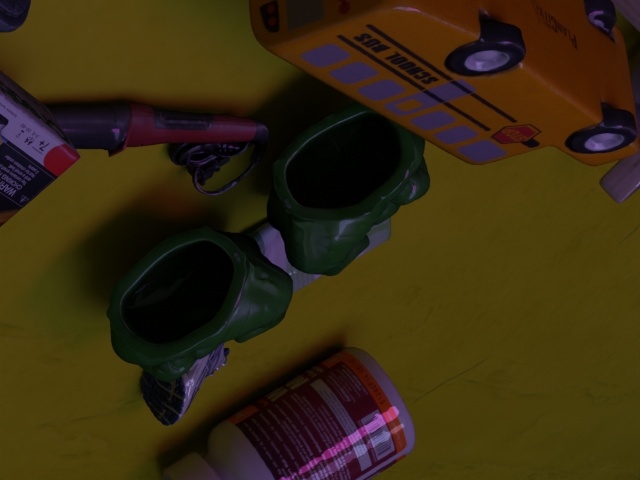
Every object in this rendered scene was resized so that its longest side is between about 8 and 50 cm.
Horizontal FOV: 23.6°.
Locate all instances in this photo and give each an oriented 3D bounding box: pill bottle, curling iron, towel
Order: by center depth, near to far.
[{"bbox_3d":[-0.133,-0.063,1.002,0.274,0.035,0.068,0,134,-51],"label":"curling iron"},{"bbox_3d":[0.000,0.000,1.278,0.152,0.023,0.113,-28,152,-20],"label":"towel"},{"bbox_3d":[-0.030,0.203,1.445,0.221,0.121,0.121,-29,152,-18],"label":"pill bottle"}]

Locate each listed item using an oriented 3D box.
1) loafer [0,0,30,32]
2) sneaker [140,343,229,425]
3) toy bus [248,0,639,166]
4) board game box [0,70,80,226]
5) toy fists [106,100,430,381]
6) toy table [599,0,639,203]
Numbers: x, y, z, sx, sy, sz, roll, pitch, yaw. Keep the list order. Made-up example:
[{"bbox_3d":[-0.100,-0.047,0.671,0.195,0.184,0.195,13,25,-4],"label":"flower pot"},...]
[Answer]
[{"bbox_3d":[-0.215,-0.183,0.686,0.084,0.096,0.267,-5,153,13],"label":"loafer"},{"bbox_3d":[-0.104,0.104,1.280,0.058,0.052,0.135,-17,147,-43],"label":"sneaker"},{"bbox_3d":[0.099,-0.134,1.029,0.130,0.108,0.332,-18,157,30],"label":"toy bus"},{"bbox_3d":[-0.282,-0.057,0.785,0.193,0.053,0.305,-41,148,5],"label":"board game box"},{"bbox_3d":[-0.035,0.003,1.135,0.279,0.096,0.142,-39,178,-2],"label":"toy fists"},{"bbox_3d":[0.351,-0.139,1.295,0.274,0.252,0.161,-59,164,20],"label":"toy table"}]
